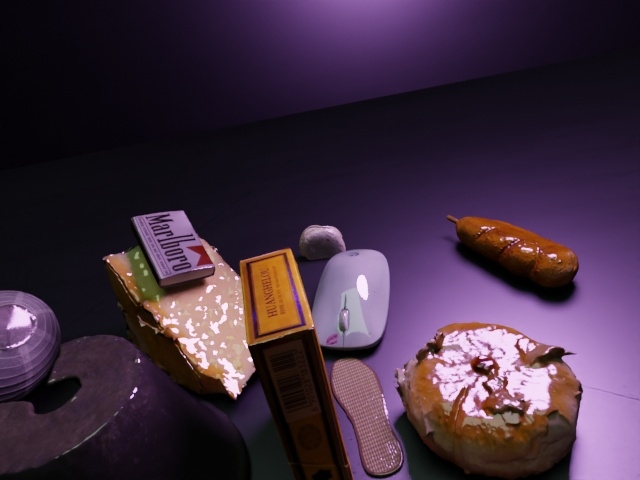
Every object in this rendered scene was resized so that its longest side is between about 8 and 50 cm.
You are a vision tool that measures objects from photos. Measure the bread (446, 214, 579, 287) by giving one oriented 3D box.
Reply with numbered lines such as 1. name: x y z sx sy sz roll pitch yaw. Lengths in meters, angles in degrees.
1. bread: 0.408 0.010 1.038 0.124 0.084 0.344 -3 22 -31

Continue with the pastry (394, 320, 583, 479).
1. pastry: 0.249 0.223 0.689 0.256 0.121 0.235 -25 32 -19

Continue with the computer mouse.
1. computer mouse: 0.067 0.107 0.985 0.159 0.097 0.289 -1 31 15

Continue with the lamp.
1. lamp: -0.661 0.227 0.930 0.232 0.233 0.265 -11 42 2

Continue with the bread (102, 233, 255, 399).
1. bread: -0.250 0.119 0.924 0.315 0.279 0.248 -3 21 40

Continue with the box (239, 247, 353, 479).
1. box: -0.035 0.189 0.669 0.083 0.302 0.193 -15 30 -4

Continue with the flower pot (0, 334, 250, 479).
1. flower pot: -0.300 0.298 0.643 0.378 0.251 0.379 -8 28 4

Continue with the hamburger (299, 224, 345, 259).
1. hamburger: 0.000 0.001 1.203 0.121 0.084 0.054 -11 31 6

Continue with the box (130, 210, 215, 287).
1. box: -0.301 0.011 0.943 0.115 0.036 0.178 -13 51 -36

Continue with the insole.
1. insole: 0.074 0.278 0.775 0.086 0.005 0.253 -16 30 -6
